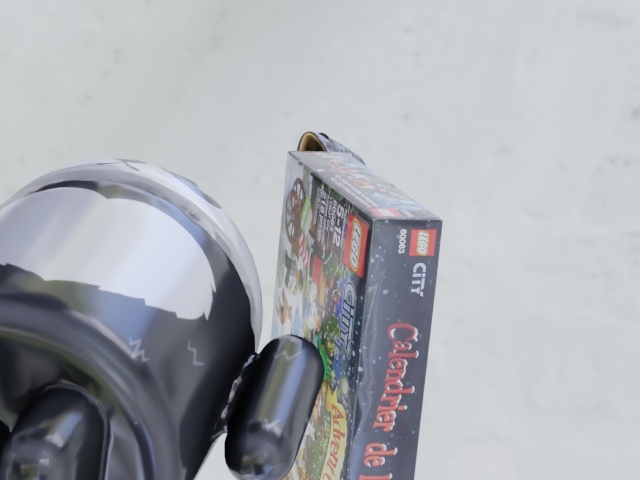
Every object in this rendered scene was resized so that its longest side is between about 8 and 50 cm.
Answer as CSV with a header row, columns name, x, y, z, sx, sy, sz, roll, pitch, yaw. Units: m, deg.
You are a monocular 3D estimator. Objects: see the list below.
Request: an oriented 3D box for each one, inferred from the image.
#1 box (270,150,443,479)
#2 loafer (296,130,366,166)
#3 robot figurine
name,x,y,z,sx,sy,sz,roll,pitch,yaw
box,0.013,0.077,1.085,0.159,0.044,0.233,-139,-129,-66
loafer,0.000,0.000,1.308,0.062,0.061,0.170,-18,-124,23
robot figurine,-0.129,0.064,0.927,0.173,0.209,0.278,-37,-169,27
